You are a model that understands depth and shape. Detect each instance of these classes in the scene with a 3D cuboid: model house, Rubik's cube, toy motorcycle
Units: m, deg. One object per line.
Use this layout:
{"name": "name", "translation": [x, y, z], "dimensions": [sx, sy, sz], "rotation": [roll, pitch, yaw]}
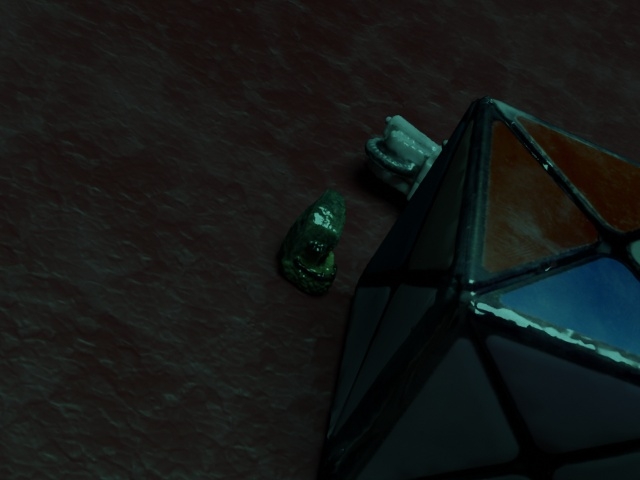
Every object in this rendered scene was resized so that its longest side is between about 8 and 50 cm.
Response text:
{"name": "model house", "translation": [0.000, 0.000, 1.582], "dimensions": [0.066, 0.083, 0.078], "rotation": [27, 37, -10]}
{"name": "Rubik's cube", "translation": [0.198, 0.099, 1.436], "dimensions": [0.305, 0.310, 0.307], "rotation": [21, 39, -9]}
{"name": "toy motorcycle", "translation": [0.176, -0.057, 1.764], "dimensions": [0.260, 0.110, 0.171], "rotation": [30, 21, 8]}
